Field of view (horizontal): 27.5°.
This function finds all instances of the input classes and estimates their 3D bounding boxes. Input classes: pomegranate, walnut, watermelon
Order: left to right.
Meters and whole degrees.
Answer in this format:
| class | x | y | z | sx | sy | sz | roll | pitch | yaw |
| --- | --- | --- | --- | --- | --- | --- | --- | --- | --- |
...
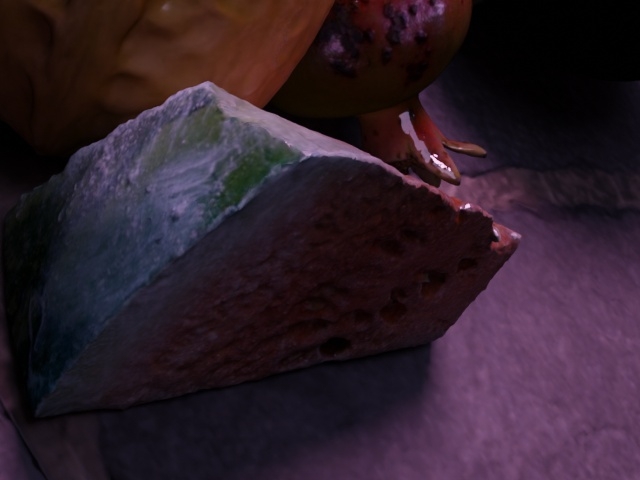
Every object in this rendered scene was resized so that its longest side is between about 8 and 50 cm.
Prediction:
| class | x | y | z | sx | sy | sz | roll | pitch | yaw |
| --- | --- | --- | --- | --- | --- | --- | --- | --- | --- |
| walnut | -0.070 | -0.121 | 0.527 | 0.159 | 0.207 | 0.159 | 27 | 21 | -11 |
| watermelon | 0.000 | 0.000 | 0.551 | 0.241 | 0.154 | 0.094 | 10 | 51 | -50 |
| pomegranate | 0.019 | -0.096 | 0.637 | 0.129 | 0.129 | 0.159 | -7 | 69 | -42 |

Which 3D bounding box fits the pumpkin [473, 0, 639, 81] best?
| class | x | y | z | sx | sy | sz | roll | pitch | yaw |
| --- | --- | --- | --- | --- | --- | --- | --- | --- | --- |
| pumpkin | 0.146 | -0.198 | 0.775 | 0.248 | 0.248 | 0.248 | 21 | 46 | -24 |
